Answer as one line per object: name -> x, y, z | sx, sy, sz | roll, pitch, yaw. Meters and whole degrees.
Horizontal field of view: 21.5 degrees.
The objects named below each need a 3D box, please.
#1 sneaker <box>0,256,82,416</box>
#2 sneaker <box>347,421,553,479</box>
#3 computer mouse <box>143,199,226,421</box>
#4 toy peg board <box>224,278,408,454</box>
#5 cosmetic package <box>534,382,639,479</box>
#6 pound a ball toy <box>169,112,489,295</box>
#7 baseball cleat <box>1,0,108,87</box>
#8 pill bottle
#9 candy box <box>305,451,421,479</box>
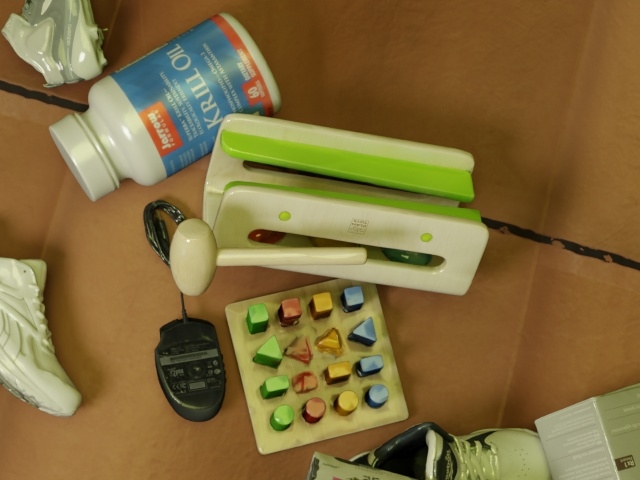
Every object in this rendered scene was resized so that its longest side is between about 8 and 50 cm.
sneaker -> -0.308, 0.075, 1.708 | 0.115, 0.090, 0.232 | -41, 85, -15
sneaker -> 0.137, 0.230, 1.678 | 0.235, 0.153, 0.094 | -1, 79, -5
computer mouse -> -0.146, 0.073, 1.751 | 0.071, 0.041, 0.242 | -6, 72, -15
toy peg board -> -0.002, 0.121, 1.727 | 0.161, 0.079, 0.161 | -13, 80, -7
cosmetic package -> 0.321, 0.270, 1.693 | 0.127, 0.107, 0.238 | -11, 76, -37
pound a ball toy -> 0.000, 0.000, 1.684 | 0.319, 0.135, 0.208 | 8, 41, -12
baseball cleat -> -0.293, -0.263, 1.790 | 0.109, 0.072, 0.206 | -15, 76, -1
pill bottle -> -0.162, -0.133, 1.745 | 0.221, 0.124, 0.124 | -32, 82, -10
candy box -> 0.037, 0.332, 1.623 | 0.159, 0.071, 0.233 | 15, 117, -1
